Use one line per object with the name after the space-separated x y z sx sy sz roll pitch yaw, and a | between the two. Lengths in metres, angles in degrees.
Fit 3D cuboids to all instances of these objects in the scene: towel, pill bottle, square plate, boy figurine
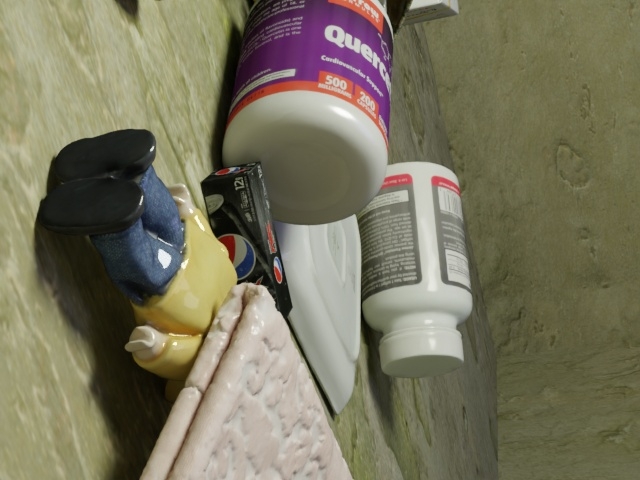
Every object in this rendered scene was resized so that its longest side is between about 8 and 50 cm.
-0.060 0.254 1.027 0.332 0.053 0.317 71 33 -46 | towel
0.149 0.050 2.024 0.176 0.176 0.318 54 30 -64 | pill bottle
-0.008 -0.183 1.464 0.323 0.182 0.181 -85 161 -43 | pill bottle
0.000 0.000 1.693 0.344 0.049 0.347 67 19 -46 | square plate
-0.122 0.036 1.026 0.285 0.092 0.177 68 20 -48 | boy figurine

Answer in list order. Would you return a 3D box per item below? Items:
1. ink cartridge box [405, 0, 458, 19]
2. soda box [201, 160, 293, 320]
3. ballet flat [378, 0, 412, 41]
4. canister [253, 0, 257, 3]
0.117 -0.431 2.162 0.278 0.201 0.117 -26 106 -77 | ink cartridge box
-0.076 0.006 1.336 0.060 0.053 0.169 -57 136 -71 | soda box
0.087 -0.372 1.830 0.483 0.164 0.182 108 -11 -59 | ballet flat
-0.048 -0.319 1.652 0.126 0.073 0.170 -79 158 -54 | canister
